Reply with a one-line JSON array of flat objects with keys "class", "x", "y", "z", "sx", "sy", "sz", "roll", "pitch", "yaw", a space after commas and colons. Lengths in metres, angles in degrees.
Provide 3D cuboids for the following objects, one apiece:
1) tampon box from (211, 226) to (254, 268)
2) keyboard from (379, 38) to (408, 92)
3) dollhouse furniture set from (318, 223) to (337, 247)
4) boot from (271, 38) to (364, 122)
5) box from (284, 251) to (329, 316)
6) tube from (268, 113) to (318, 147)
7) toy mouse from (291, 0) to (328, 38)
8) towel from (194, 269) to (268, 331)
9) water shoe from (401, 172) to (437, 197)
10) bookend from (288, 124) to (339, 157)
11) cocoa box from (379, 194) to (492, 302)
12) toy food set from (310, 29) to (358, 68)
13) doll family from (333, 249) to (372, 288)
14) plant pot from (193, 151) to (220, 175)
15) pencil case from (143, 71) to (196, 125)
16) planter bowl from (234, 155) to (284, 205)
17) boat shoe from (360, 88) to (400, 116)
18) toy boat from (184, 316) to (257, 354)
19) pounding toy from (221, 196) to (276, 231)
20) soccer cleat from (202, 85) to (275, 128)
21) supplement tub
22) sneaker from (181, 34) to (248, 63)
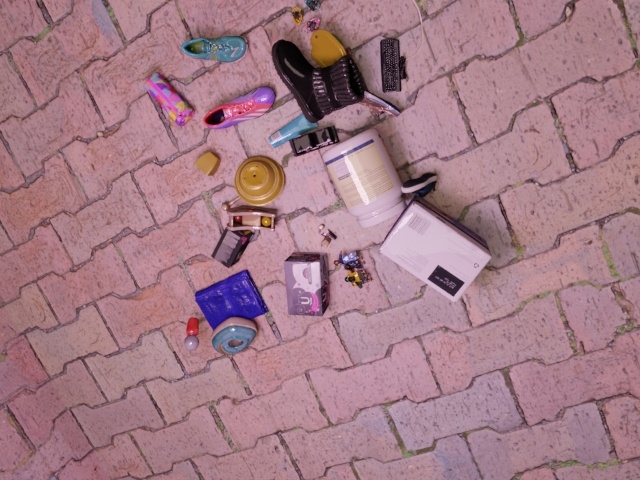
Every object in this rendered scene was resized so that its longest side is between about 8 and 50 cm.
[{"class": "tampon box", "x": -0.388, "y": 0.019, "z": 2.072, "sx": 0.101, "sy": 0.120, "sz": 0.161, "roll": 34, "pitch": 111, "yaw": 4}, {"class": "keyboard", "x": 0.273, "y": -0.655, "z": 1.753, "sx": 0.100, "sy": 0.038, "sz": 0.192, "roll": -2, "pitch": 106, "yaw": 15}, {"class": "dollhouse furniture set", "x": 0.000, "y": 0.000, "z": 1.973, "sx": 0.091, "sy": 0.114, "sz": 0.081, "roll": 42, "pitch": 116, "yaw": -3}, {"class": "boot", "x": -0.005, "y": -0.630, "z": 1.738, "sx": 0.260, "sy": 0.131, "sz": 0.348, "roll": -17, "pitch": 112, "yaw": 46}, {"class": "box", "x": -0.055, "y": 0.188, "z": 2.024, "sx": 0.163, "sy": 0.142, "sz": 0.248, "roll": 1, "pitch": 106, "yaw": 15}, {"class": "tube", "x": -0.115, "y": -0.450, "z": 1.909, "sx": 0.207, "sy": 0.052, "sz": 0.080, "roll": -27, "pitch": 102, "yaw": 15}, {"class": "toy mouse", "x": -0.034, "y": -0.854, "z": 1.778, "sx": 0.142, "sy": 0.031, "sz": 0.161, "roll": -9, "pitch": 103, "yaw": 17}, {"class": "towel", "x": -0.423, "y": 0.292, "z": 2.185, "sx": 0.308, "sy": 0.076, "sz": 0.228, "roll": -23, "pitch": 98, "yaw": 19}, {"class": "water shoe", "x": 0.382, "y": -0.196, "z": 1.775, "sx": 0.072, "sy": 0.203, "sz": 0.080, "roll": 19, "pitch": 123, "yaw": 43}, {"class": "bookend", "x": -0.022, "y": -0.391, "z": 1.842, "sx": 0.157, "sy": 0.156, "sz": 0.073, "roll": -16, "pitch": 101, "yaw": 17}, {"class": "cocoa box", "x": 0.438, "y": 0.021, "z": 1.801, "sx": 0.347, "sy": 0.228, "sz": 0.232, "roll": 34, "pitch": 111, "yaw": 3}, {"class": "toy food set", "x": 0.056, "y": -0.706, "z": 1.785, "sx": 0.218, "sy": 0.071, "sz": 0.128, "roll": 49, "pitch": 136, "yaw": 0}, {"class": "doll family", "x": 0.134, "y": 0.125, "z": 1.998, "sx": 0.111, "sy": 0.076, "sz": 0.193, "roll": -21, "pitch": 95, "yaw": 23}, {"class": "plant pot", "x": -0.479, "y": -0.336, "z": 2.019, "sx": 0.081, "sy": 0.081, "sz": 0.083, "roll": 42, "pitch": 101, "yaw": 0}, {"class": "pencil case", "x": -0.635, "y": -0.592, "z": 1.974, "sx": 0.236, "sy": 0.104, "sz": 0.104, "roll": 46, "pitch": 111, "yaw": -1}, {"class": "planter bowl", "x": -0.263, "y": -0.258, "z": 1.937, "sx": 0.216, "sy": 0.090, "sz": 0.218, "roll": -1, "pitch": 83, "yaw": 5}, {"class": "boat shoe", "x": 0.220, "y": -0.513, "z": 1.798, "sx": 0.183, "sy": 0.066, "sz": 0.066, "roll": 34, "pitch": 116, "yaw": 14}, {"class": "toy boat", "x": -0.462, "y": 0.447, "z": 2.136, "sx": 0.318, "sy": 0.148, "sz": 0.267, "roll": 15, "pitch": 136, "yaw": -26}, {"class": "pounding toy", "x": -0.315, "y": -0.127, "z": 1.994, "sx": 0.269, "sy": 0.154, "sz": 0.155, "roll": 8, "pitch": 108, "yaw": 12}, {"class": "soccer cleat", "x": -0.331, "y": -0.531, "z": 1.902, "sx": 0.318, "sy": 0.116, "sz": 0.109, "roll": -18, "pitch": 100, "yaw": 19}, {"class": "supplement tub", "x": 0.174, "y": -0.236, "z": 1.793, "sx": 0.235, "sy": 0.235, "sz": 0.325, "roll": -24, "pitch": 98, "yaw": 19}, {"class": "sneaker", "x": -0.422, "y": -0.760, "z": 1.864, "sx": 0.275, "sy": 0.110, "sz": 0.107, "roll": 1, "pitch": 106, "yaw": 14}]
